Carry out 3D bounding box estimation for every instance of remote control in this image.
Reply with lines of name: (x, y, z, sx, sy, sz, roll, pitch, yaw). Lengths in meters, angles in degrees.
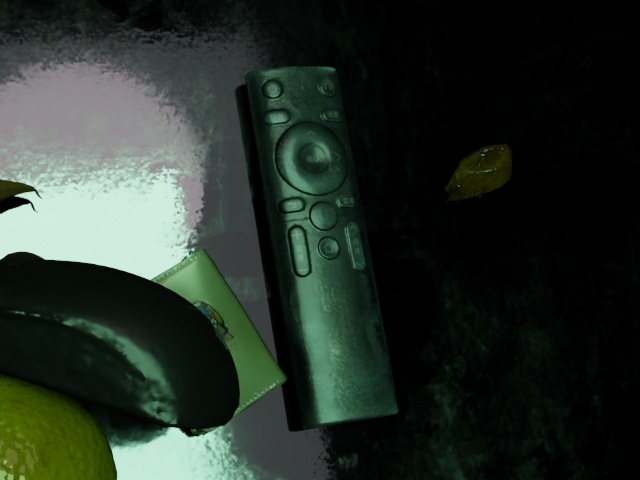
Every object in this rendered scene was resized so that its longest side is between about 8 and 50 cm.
remote control: (0.000, 0.000, 1.004, 0.107, 0.044, 0.377, -4, 78, -26)

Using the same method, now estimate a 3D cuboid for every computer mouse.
computer mouse: (-0.188, 0.071, 0.809, 0.269, 0.170, 0.100, 18, 90, -1)

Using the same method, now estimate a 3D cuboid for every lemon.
lemon: (-0.263, 0.197, 0.772, 0.244, 0.187, 0.187, 32, 67, -2)

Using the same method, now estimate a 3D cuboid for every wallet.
wallet: (-0.117, 0.100, 0.934, 0.110, 0.039, 0.155, -32, 90, -29)

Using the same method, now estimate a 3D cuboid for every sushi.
sushi: (0.185, -0.074, 1.094, 0.099, 0.047, 0.050, -24, 42, -14)

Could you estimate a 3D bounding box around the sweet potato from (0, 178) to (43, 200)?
sweet potato: (-0.352, -0.040, 0.871, 0.195, 0.056, 0.056, -2, 77, -26)
